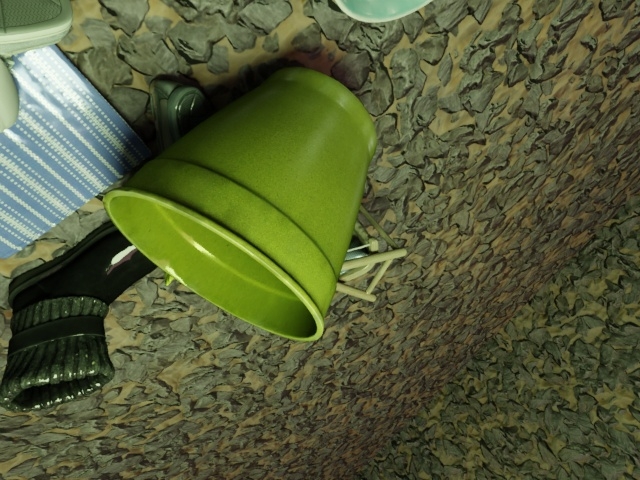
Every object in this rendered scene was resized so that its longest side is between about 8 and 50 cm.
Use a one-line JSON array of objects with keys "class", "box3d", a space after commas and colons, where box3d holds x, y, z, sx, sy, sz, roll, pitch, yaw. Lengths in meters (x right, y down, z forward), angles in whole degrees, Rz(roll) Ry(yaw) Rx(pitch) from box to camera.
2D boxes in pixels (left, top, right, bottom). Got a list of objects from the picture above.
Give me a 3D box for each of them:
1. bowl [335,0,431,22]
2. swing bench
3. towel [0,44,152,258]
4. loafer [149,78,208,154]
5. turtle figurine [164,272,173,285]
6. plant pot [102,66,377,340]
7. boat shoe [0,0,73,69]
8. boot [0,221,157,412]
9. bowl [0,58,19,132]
[{"class": "bowl", "box3d": [0.108, -0.485, 0.578, 0.311, 0.163, 0.311, -27, 163, -9]}, {"class": "swing bench", "box3d": [0.000, 0.000, 0.945, 0.254, 0.253, 0.165, 3, 126, -37]}, {"class": "towel", "box3d": [-0.477, -0.130, 0.675, 0.336, 0.040, 0.243, -35, 137, -2]}, {"class": "loafer", "box3d": [-0.249, -0.161, 0.774, 0.096, 0.084, 0.268, -44, 155, -40]}, {"class": "turtle figurine", "box3d": [-0.223, 0.080, 0.973, 0.217, 0.087, 0.269, 22, 153, -36]}, {"class": "plant pot", "box3d": [-0.080, -0.082, 0.712, 0.353, 0.366, 0.366, -59, 147, -26]}, {"class": "boat shoe", "box3d": [-0.468, -0.257, 0.507, 0.320, 0.118, 0.103, -20, 177, -21]}, {"class": "boot", "box3d": [-0.407, 0.126, 0.785, 0.348, 0.260, 0.131, -32, 139, -3]}, {"class": "bowl", "box3d": [-0.458, -0.173, 0.526, 0.142, 0.053, 0.142, -9, 171, -27]}]
